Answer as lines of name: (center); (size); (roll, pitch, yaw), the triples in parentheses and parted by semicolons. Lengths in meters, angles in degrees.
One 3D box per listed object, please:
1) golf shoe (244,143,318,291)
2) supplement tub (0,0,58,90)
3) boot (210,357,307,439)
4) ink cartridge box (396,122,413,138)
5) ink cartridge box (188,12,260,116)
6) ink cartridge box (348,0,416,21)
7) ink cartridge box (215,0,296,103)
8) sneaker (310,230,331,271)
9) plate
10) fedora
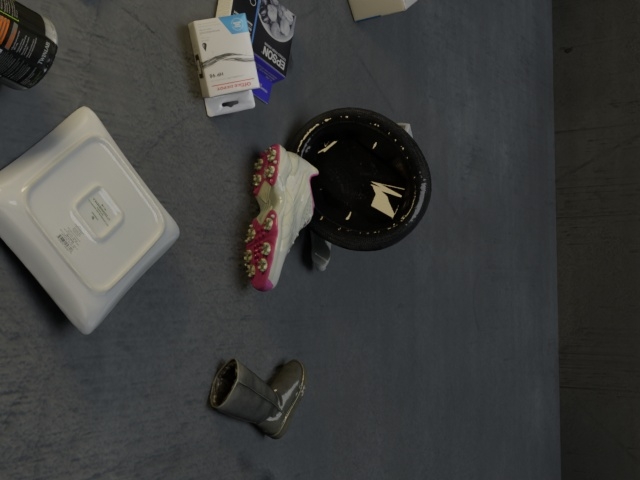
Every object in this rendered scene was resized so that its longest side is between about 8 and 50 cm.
golf shoe: (-0.071, -0.041, 1.712); (0.140, 0.115, 0.306); (16, 75, -34)
supplement tub: (-0.471, -0.294, 1.156); (0.190, 0.117, 0.116); (26, 67, -52)
boot: (-0.123, 0.288, 1.689); (0.208, 0.076, 0.189); (43, 51, -38)
ink cartridge box: (0.220, -0.207, 2.262); (0.179, 0.045, 0.145); (70, 33, -54)
ink cartridge box: (-0.180, -0.333, 1.600); (0.104, 0.060, 0.180); (-15, 102, -19)
ink cartridge box: (0.179, -0.634, 2.114); (0.203, 0.148, 0.085); (-49, 125, -47)
ink cartridge box: (-0.137, -0.417, 1.724); (0.206, 0.045, 0.208); (27, 68, -52)
sneaker: (0.000, 0.000, 1.903); (0.061, 0.054, 0.152); (94, 2, -60)
plate: (-0.361, -0.040, 1.322); (0.277, 0.045, 0.278); (57, 43, -21)
fedora: (0.079, -0.125, 1.867); (0.152, 0.334, 0.333); (77, 17, -79)
